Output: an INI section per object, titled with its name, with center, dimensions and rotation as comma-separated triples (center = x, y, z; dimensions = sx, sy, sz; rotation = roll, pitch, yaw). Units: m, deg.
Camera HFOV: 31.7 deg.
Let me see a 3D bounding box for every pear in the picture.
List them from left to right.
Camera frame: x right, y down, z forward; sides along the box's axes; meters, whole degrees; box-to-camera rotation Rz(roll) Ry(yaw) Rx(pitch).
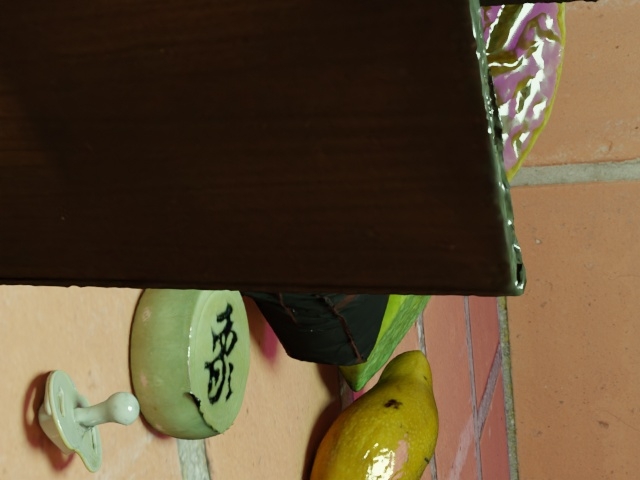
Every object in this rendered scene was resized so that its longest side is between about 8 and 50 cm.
[pear]
center = 0.064, 0.067, 1.418
dimensions = 0.288, 0.139, 0.239
rotation = 80, 34, -74

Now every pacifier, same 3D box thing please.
[pacifier]
center = -0.154, 0.116, 0.765
dimensions = 0.083, 0.064, 0.068
rotation = 68, 8, -50

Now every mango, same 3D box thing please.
[mango]
center = 0.081, 0.254, 1.394
dimensions = 0.295, 0.120, 0.177
rotation = -41, 150, -53

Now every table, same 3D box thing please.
[table]
center = -0.047, -0.127, 0.451
dimensions = 0.250, 0.282, 0.196
rotation = -61, 145, -48

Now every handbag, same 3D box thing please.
[handbag]
center = 0.000, 0.000, 1.139
dimensions = 0.169, 0.155, 0.215
rotation = 51, 43, -57

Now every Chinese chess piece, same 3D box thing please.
[Chinese chess piece]
center = -0.105, 0.094, 0.942
dimensions = 0.144, 0.059, 0.144
rotation = -1, 90, -73

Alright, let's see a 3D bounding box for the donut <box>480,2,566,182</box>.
[donut]
center = 0.051, -0.168, 1.005
dimensions = 0.160, 0.330, 0.329
rotation = -158, -120, -64
